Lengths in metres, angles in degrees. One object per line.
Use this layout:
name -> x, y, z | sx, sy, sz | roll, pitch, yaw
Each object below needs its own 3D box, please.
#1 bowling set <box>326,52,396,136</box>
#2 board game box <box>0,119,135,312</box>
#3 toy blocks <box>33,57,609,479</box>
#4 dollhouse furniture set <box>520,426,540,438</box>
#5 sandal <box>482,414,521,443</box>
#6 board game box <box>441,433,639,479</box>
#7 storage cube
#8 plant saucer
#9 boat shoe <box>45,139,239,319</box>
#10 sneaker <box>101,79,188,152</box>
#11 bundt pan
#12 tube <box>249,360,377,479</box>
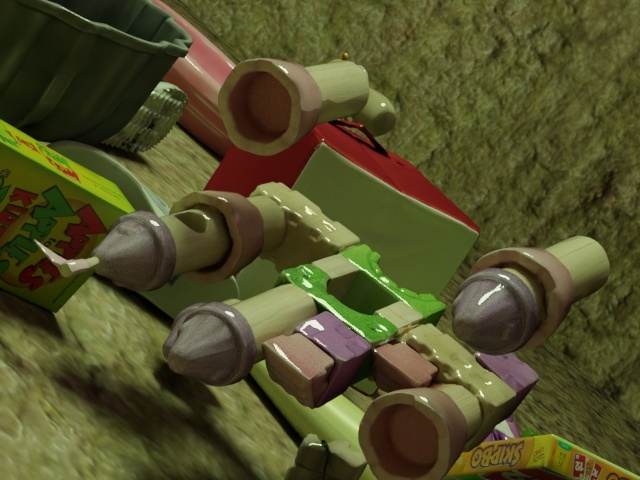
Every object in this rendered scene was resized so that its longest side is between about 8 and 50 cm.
bowling set -> -0.050, -0.064, 1.773 | 0.200, 0.287, 0.154 | -3, 31, -31
board game box -> -0.210, -0.023, 1.069 | 0.043, 0.092, 0.181 | 49, 10, 37
toy blocks -> -0.016, 0.075, 1.091 | 0.288, 0.309, 0.260 | 38, 27, 19
dollhouse furniture set -> 0.221, 0.224, 2.000 | 0.076, 0.058, 0.152 | 40, 9, -28
sandal -> 0.163, 0.183, 1.773 | 0.169, 0.102, 0.416 | 42, 9, -10
board game box -> 0.156, 0.208, 1.376 | 0.124, 0.039, 0.259 | 28, -21, -25
storage cube -> 0.000, 0.000, 1.502 | 0.183, 0.215, 0.193 | 29, 9, -22
plant saucer -> -0.168, -0.214, 2.255 | 0.332, 0.084, 0.332 | 42, 9, -8
boat shoe -> -0.160, -0.007, 1.328 | 0.227, 0.079, 0.081 | 43, -3, -36
sneaker -> -0.253, -0.177, 1.659 | 0.146, 0.102, 0.293 | 41, 3, 17
bundt pan -> -0.275, -0.184, 1.312 | 0.331, 0.124, 0.331 | 29, 13, -7
tube -> 0.006, 0.151, 1.363 | 0.240, 0.062, 0.070 | 41, -38, 37
